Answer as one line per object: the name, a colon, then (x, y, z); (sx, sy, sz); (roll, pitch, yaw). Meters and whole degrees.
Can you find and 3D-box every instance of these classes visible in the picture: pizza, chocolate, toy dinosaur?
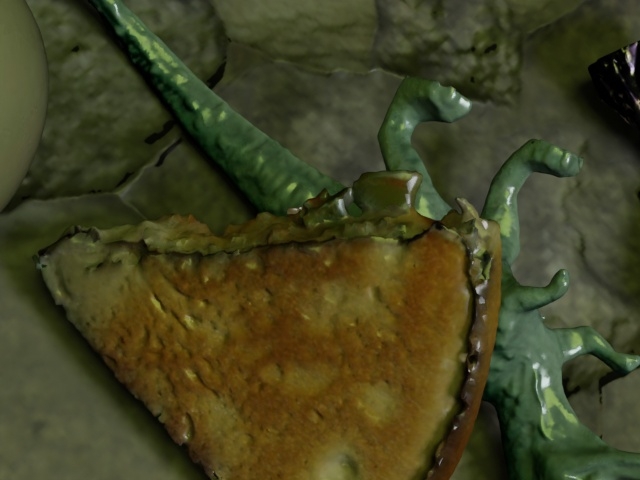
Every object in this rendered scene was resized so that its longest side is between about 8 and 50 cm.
pizza: (-0.027, 0.042, 0.667); (0.195, 0.052, 0.185); (24, 100, 9)
chocolate: (0.178, -0.028, 0.768); (0.072, 0.070, 0.147); (-11, 84, -31)
toy dinosaur: (0.035, -0.035, 0.709); (0.129, 0.076, 0.383); (-41, 78, -6)

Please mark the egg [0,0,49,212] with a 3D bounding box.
egg: (-0.218, -0.055, 0.579); (0.241, 0.186, 0.186); (2, 70, -22)
